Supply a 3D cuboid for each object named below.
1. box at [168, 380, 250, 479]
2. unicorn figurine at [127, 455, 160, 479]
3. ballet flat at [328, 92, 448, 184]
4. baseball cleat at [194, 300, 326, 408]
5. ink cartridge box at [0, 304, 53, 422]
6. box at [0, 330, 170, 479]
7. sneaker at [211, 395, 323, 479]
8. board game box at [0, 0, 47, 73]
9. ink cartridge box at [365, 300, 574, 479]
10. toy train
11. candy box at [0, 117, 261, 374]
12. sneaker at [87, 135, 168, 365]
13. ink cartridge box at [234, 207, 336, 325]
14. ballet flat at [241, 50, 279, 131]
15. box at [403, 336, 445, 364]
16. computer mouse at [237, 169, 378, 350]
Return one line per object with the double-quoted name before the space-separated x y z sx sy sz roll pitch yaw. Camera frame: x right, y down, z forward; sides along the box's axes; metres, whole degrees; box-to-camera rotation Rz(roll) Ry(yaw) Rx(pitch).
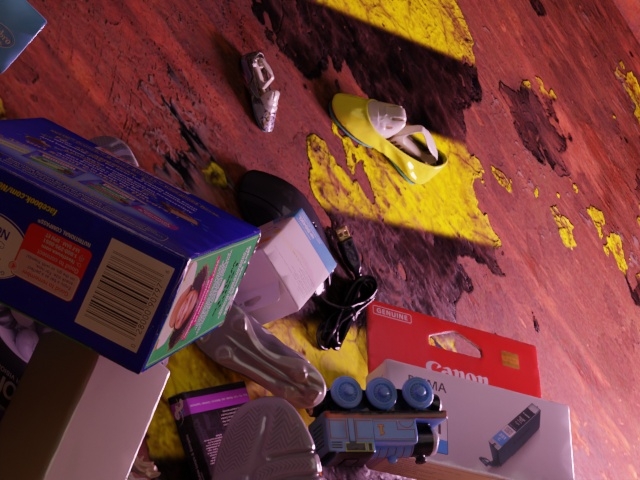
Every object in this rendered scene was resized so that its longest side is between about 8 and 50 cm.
"box" -0.106 0.245 1.711 0.116 0.029 0.162 -3 71 -57
"unicorn figurine" -0.210 0.273 1.518 0.111 0.060 0.162 46 21 -29
"ballet flat" 0.110 -0.162 2.257 0.231 0.077 0.077 37 43 -39
"baseball cleat" -0.085 0.130 1.794 0.206 0.072 0.109 41 -2 -10
"ink cartridge box" -0.330 0.111 1.445 0.206 0.045 0.208 45 39 -32
"box" -0.247 0.215 1.386 0.094 0.113 0.275 45 52 -33
"sneaker" -0.031 0.334 1.668 0.180 0.124 0.321 30 51 -75
"board game box" -0.401 -0.269 1.362 0.064 0.316 0.242 -50 122 -10
"ink cartridge box" 0.201 0.211 2.056 0.296 0.066 0.261 16 54 -23
"toy train" 0.070 0.228 1.883 0.184 0.080 0.105 3 67 -22
"candy box" -0.219 -0.007 1.410 0.268 0.122 0.317 27 10 6
"sneaker" -0.225 0.020 1.645 0.115 0.105 0.281 80 -3 -67
"ink cartridge box" -0.062 0.039 1.851 0.090 0.092 0.143 59 31 -11
"ballet flat" -0.077 -0.204 2.039 0.041 0.041 0.114 1 69 -56
"box" 0.153 0.183 2.143 0.137 0.027 0.094 43 38 -33
"computer mouse" 0.000 0.000 2.001 0.262 0.060 0.184 60 33 -11
